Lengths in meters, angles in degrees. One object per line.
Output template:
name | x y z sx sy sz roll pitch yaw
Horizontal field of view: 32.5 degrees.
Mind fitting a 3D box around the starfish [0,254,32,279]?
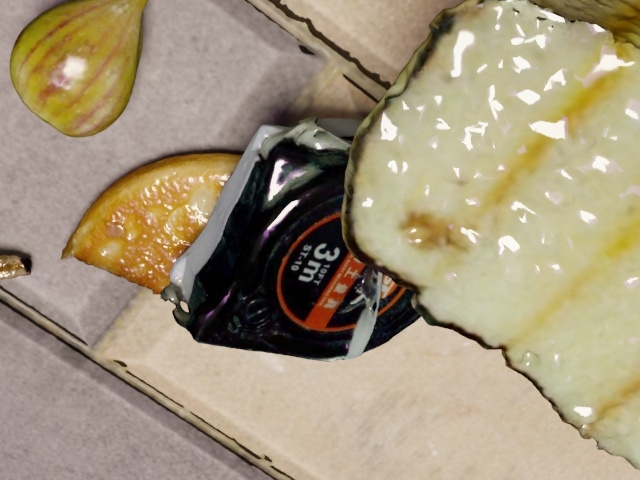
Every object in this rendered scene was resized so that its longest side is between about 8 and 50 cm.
starfish | -0.349 0.018 0.878 0.238 0.057 0.213 -29 103 12

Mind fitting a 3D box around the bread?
bread | 0.213 -0.040 0.710 0.395 0.264 0.239 36 125 -12

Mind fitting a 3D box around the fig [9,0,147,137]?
fig | -0.160 -0.152 0.762 0.093 0.093 0.166 25 116 -8

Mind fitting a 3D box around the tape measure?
tape measure | 0.004 0.001 0.800 0.181 0.107 0.182 20 113 -34

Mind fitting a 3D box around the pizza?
pizza | -0.107 -0.004 0.857 0.178 0.041 0.131 -35 106 18
